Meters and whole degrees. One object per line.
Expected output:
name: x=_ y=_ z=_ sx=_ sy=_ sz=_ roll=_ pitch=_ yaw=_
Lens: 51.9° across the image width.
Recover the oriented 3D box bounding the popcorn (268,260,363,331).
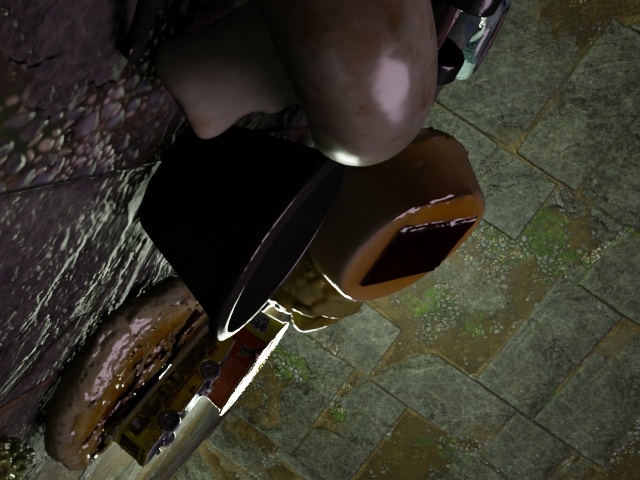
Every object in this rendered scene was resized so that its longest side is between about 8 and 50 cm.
popcorn: x=-0.005 y=-0.011 z=1.259 sx=0.292 sy=0.293 sz=0.334 roll=-9 pitch=-150 yaw=28

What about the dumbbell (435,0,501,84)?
dumbbell: x=0.250 y=-0.438 z=1.309 sx=0.152 sy=0.152 sz=0.218 roll=-48 pitch=171 yaw=-46

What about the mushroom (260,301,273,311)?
mushroom: x=-0.090 y=0.069 z=1.761 sx=0.333 sy=0.087 sz=0.107 roll=-52 pitch=173 yaw=-43

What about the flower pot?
flower pot: x=-0.099 y=-0.034 z=0.773 sx=0.269 sy=0.166 sz=0.269 roll=-53 pitch=171 yaw=-13

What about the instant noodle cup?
instant noodle cup: x=-0.188 y=0.189 z=1.225 sx=0.213 sy=0.174 sz=0.213 roll=-54 pitch=175 yaw=-7

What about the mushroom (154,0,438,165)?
mushroom: x=-0.026 y=-0.165 z=0.537 sx=0.243 sy=0.243 sz=0.243 roll=-54 pitch=174 yaw=-9

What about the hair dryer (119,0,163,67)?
hair dryer: x=-0.062 y=-0.250 z=0.399 sx=0.359 sy=0.120 sz=0.303 roll=-47 pitch=-164 yaw=48

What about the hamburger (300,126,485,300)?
hamburger: x=0.097 y=-0.044 z=0.981 sx=0.302 sy=0.170 sz=0.302 roll=-25 pitch=152 yaw=-14

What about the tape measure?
tape measure: x=0.390 y=-0.567 z=1.730 sx=0.256 sy=0.147 sz=0.275 roll=-53 pitch=170 yaw=-33

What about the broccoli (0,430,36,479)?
broccoli: x=-0.327 y=0.254 z=0.551 sx=0.198 sy=0.176 sz=0.226 roll=-51 pitch=159 yaw=7

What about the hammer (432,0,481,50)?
hammer: x=0.264 y=-0.448 z=1.623 sx=0.206 sy=0.119 sz=0.335 roll=-53 pitch=180 yaw=-17

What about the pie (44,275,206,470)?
pie: x=-0.283 y=0.193 z=0.980 sx=0.339 sy=0.077 sz=0.339 roll=-53 pitch=174 yaw=-8

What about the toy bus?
toy bus: x=-0.217 y=0.234 z=1.013 sx=0.226 sy=0.074 sz=0.081 roll=-52 pitch=174 yaw=-38
